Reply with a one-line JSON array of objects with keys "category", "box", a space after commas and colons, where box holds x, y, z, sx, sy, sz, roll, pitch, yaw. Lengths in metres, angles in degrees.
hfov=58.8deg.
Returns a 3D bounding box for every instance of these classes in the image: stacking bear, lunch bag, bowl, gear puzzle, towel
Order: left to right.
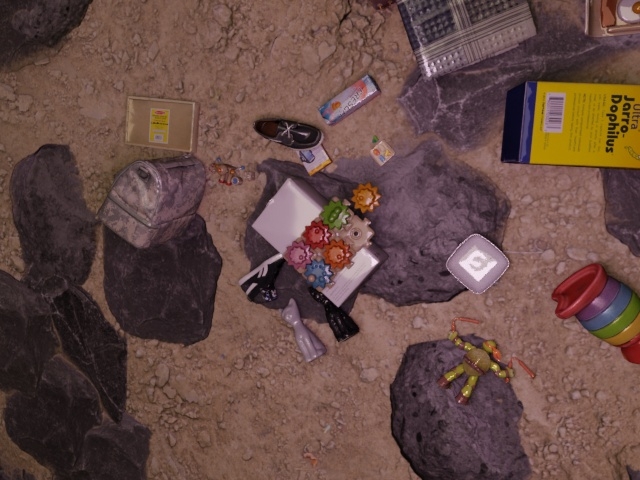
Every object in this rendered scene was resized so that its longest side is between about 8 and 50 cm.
[{"category": "lunch bag", "box": [-0.511, -0.147, 1.801, 0.213, 0.305, 0.256, 39, 110, 8]}, {"category": "gear puzzle", "box": [0.051, -0.019, 1.596, 0.175, 0.044, 0.339, 44, 102, 10]}, {"category": "towel", "box": [0.380, -0.626, 1.514, 0.324, 0.056, 0.312, -20, 104, 12]}, {"category": "bowl", "box": [0.448, 0.063, 1.621, 0.142, 0.053, 0.142, 43, 108, 10]}, {"category": "stacking bear", "box": [0.775, 0.210, 1.478, 0.289, 0.175, 0.164, 41, 114, 1]}]

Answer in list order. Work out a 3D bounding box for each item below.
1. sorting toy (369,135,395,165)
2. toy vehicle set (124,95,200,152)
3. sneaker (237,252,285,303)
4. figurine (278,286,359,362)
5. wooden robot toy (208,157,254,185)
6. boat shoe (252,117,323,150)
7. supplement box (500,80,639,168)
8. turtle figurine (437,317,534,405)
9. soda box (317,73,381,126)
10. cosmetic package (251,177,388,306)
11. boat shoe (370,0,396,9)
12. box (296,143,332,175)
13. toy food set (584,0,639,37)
[{"category": "sorting toy", "box": [0.175, -0.272, 1.699, 0.062, 0.012, 0.083, -43, 82, 19]}, {"category": "toy vehicle set", "box": [-0.536, -0.392, 1.917, 0.267, 0.035, 0.165, 10, 99, 18]}, {"category": "sneaker", "box": [-0.155, 0.126, 1.829, 0.217, 0.079, 0.121, -35, 87, 27]}, {"category": "figurine", "box": [-0.017, 0.251, 1.793, 0.215, 0.092, 0.209, -36, 76, 20]}, {"category": "wooden robot toy", "box": [-0.304, -0.215, 1.835, 0.173, 0.079, 0.076, 20, 102, 16]}, {"category": "boat shoe", "box": [-0.100, -0.327, 1.731, 0.233, 0.079, 0.084, 17, 91, 28]}, {"category": "supplement box", "box": [0.653, -0.277, 1.399, 0.357, 0.194, 0.195, 3, 98, 5]}, {"category": "turtle figurine", "box": [0.453, 0.369, 1.635, 0.270, 0.087, 0.217, 36, 106, 12]}, {"category": "soda box", "box": [0.087, -0.414, 1.686, 0.183, 0.063, 0.058, -32, 85, 19]}, {"category": "cosmetic package", "box": [0.000, 0.000, 1.714, 0.365, 0.155, 0.197, 44, 106, 10]}, {"category": "boat shoe", "box": [0.176, -0.717, 1.609, 0.342, 0.123, 0.123, 15, 131, 6]}, {"category": "box", "box": [-0.030, -0.278, 1.762, 0.081, 0.028, 0.136, -32, 83, 19]}, {"category": "toy food set", "box": [0.817, -0.632, 1.395, 0.306, 0.092, 0.219, 1, 96, 19]}]
